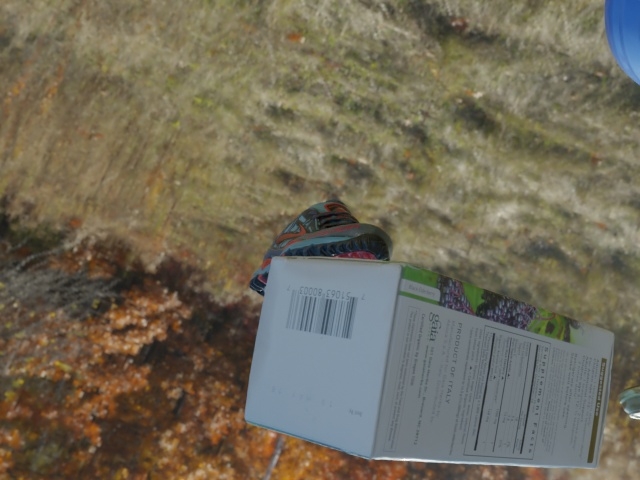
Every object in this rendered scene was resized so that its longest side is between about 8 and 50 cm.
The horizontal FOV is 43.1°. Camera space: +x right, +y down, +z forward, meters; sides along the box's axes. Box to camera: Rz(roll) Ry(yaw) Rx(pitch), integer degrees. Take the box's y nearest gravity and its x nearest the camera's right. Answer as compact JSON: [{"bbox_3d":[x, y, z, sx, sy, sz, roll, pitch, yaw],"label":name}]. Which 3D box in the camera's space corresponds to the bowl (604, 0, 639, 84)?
[{"bbox_3d":[0.511,-0.327,0.916,0.391,0.391,0.077,32,-162,-44],"label":"bowl"}]

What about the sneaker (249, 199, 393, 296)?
[{"bbox_3d":[0.000,0.000,0.913,0.104,0.125,0.262,29,158,-20],"label":"sneaker"}]

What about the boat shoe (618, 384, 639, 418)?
[{"bbox_3d":[0.564,0.251,1.124,0.285,0.089,0.104,4,161,13],"label":"boat shoe"}]

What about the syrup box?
[{"bbox_3d":[0.078,0.078,0.482,0.093,0.096,0.237,3,170,45],"label":"syrup box"}]
